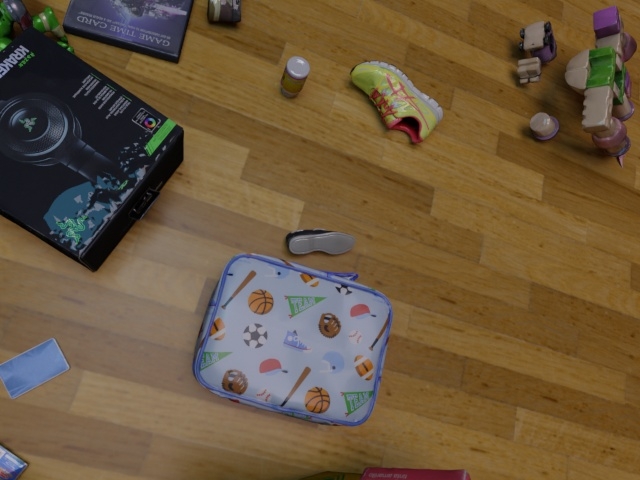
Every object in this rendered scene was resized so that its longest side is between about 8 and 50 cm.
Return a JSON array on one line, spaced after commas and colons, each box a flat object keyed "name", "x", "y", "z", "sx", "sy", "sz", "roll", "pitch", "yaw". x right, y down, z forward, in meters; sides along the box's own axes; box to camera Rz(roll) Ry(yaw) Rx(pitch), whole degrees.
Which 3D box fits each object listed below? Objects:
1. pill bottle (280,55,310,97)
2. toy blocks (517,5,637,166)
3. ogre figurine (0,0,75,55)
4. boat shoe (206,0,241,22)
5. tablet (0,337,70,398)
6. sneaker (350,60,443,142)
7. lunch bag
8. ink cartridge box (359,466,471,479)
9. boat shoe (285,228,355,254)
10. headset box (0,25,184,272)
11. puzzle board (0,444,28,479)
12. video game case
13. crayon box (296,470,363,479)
[{"name": "pill bottle", "x": -0.050, "y": -0.301, "z": 0.876, "sx": 0.043, "sy": 0.083, "sz": 0.043, "roll": 4, "pitch": 75, "yaw": -15}, {"name": "toy blocks", "x": 0.635, "y": -0.333, "z": 1.045, "sx": 0.260, "sy": 0.309, "sz": 0.288, "roll": 11, "pitch": 84, "yaw": -47}, {"name": "ogre figurine", "x": -0.495, "y": -0.365, "z": 0.749, "sx": 0.118, "sy": 0.097, "sz": 0.197, "roll": -29, "pitch": 128, "yaw": -17}, {"name": "boat shoe", "x": -0.169, "y": -0.519, "z": 0.903, "sx": 0.073, "sy": 0.080, "sz": 0.223, "roll": 10, "pitch": 79, "yaw": -20}, {"name": "tablet", "x": -0.419, "y": 0.186, "z": 0.686, "sx": 0.083, "sy": 0.006, "sz": 0.054, "roll": -29, "pitch": 86, "yaw": -20}, {"name": "sneaker", "x": 0.143, "y": -0.271, "z": 0.928, "sx": 0.208, "sy": 0.081, "sz": 0.094, "roll": 31, "pitch": 72, "yaw": -8}, {"name": "lunch bag", "x": -0.035, "y": 0.153, "z": 0.753, "sx": 0.303, "sy": 0.115, "sz": 0.243, "roll": 18, "pitch": 70, "yaw": -11}, {"name": "ink cartridge box", "x": 0.085, "y": 0.490, "z": 0.496, "sx": 0.385, "sy": 0.160, "sz": 0.279, "roll": -35, "pitch": 109, "yaw": -58}, {"name": "boat shoe", "x": 0.000, "y": 0.000, "z": 0.839, "sx": 0.125, "sy": 0.038, "sz": 0.046, "roll": -5, "pitch": 121, "yaw": -17}, {"name": "headset box", "x": -0.378, "y": -0.123, "z": 0.709, "sx": 0.283, "sy": 0.131, "sz": 0.246, "roll": 35, "pitch": 70, "yaw": -6}, {"name": "puzzle board", "x": -0.482, "y": 0.310, "z": 0.633, "sx": 0.128, "sy": 0.011, "sz": 0.096, "roll": 38, "pitch": 68, "yaw": -5}, {"name": "video game case", "x": -0.333, "y": -0.475, "z": 0.868, "sx": 0.196, "sy": 0.026, "sz": 0.274, "roll": 12, "pitch": 74, "yaw": -14}, {"name": "crayon box", "x": -0.029, "y": 0.503, "z": 0.568, "sx": 0.313, "sy": 0.106, "sz": 0.363, "roll": 24, "pitch": 59, "yaw": -54}]
